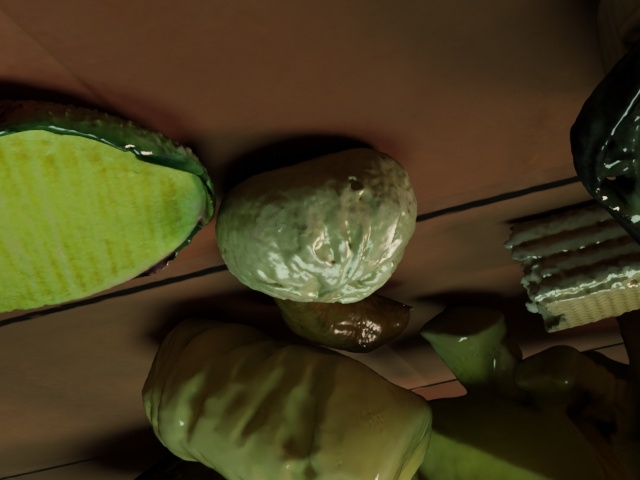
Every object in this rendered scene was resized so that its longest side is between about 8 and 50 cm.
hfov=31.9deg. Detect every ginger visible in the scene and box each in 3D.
[{"bbox_3d":[0.277,0.146,0.901,0.414,0.211,0.358,-3,175,-10],"label":"ginger"}]

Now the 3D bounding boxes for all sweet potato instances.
[{"bbox_3d":[0.001,0.042,0.757,0.054,0.053,0.182,24,177,33],"label":"sweet potato"}]

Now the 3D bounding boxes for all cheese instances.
[{"bbox_3d":[-0.027,0.138,0.842,0.214,0.117,0.226,19,168,10],"label":"cheese"}]

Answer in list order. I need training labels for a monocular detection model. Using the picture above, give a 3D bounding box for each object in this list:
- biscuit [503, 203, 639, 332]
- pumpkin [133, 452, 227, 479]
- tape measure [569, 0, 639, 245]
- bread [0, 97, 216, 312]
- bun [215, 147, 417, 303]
[{"bbox_3d":[0.246,0.003,0.743,0.239,0.061,0.108,-15,159,15],"label":"biscuit"},{"bbox_3d":[-0.051,0.387,1.240,0.455,0.344,0.454,-11,138,-10],"label":"pumpkin"},{"bbox_3d":[0.237,-0.052,0.497,0.232,0.132,0.271,-17,161,19],"label":"tape measure"},{"bbox_3d":[-0.165,-0.012,0.556,0.229,0.033,0.228,-10,161,-4],"label":"bread"},{"bbox_3d":[0.000,0.000,0.600,0.115,0.069,0.115,-14,162,-5],"label":"bun"}]
